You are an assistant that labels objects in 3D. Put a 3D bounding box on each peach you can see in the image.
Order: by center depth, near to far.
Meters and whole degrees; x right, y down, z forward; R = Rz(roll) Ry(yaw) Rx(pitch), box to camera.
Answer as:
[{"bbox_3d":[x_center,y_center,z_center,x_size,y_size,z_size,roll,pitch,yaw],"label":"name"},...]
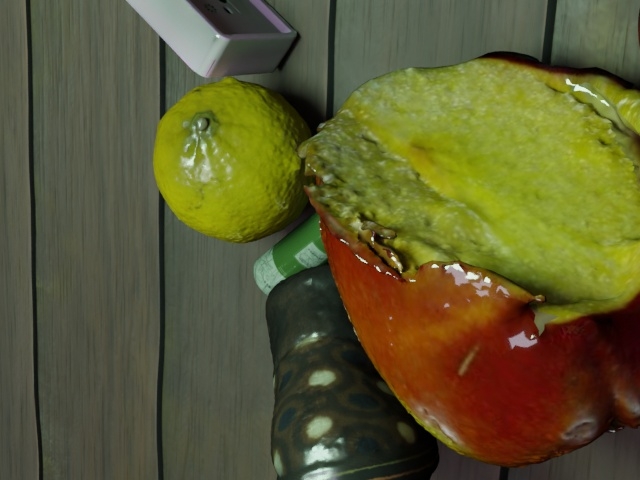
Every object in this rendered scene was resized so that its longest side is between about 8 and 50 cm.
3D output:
[{"bbox_3d":[0.167,0.007,1.105,0.417,0.339,0.353,62,157,8],"label":"peach"}]

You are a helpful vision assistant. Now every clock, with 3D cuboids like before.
[{"bbox_3d":[-0.142,-0.284,1.412,0.197,0.150,0.063,47,123,20],"label":"clock"}]

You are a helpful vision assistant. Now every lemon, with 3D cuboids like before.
[{"bbox_3d":[-0.100,-0.094,1.389,0.192,0.231,0.192,-4,75,16],"label":"lemon"}]

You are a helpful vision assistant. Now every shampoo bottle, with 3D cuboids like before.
[{"bbox_3d":[0.000,0.000,1.432,0.204,0.065,0.065,-39,77,38],"label":"shampoo bottle"}]

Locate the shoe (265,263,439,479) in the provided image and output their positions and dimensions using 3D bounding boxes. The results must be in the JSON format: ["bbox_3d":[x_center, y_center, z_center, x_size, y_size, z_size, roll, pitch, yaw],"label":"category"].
[{"bbox_3d":[0.026,0.142,1.260,0.171,0.384,0.237,-14,95,9],"label":"shoe"}]

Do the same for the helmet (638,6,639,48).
[{"bbox_3d":[0.375,-0.189,1.008,0.216,0.193,0.189,-169,66,-82],"label":"helmet"}]
